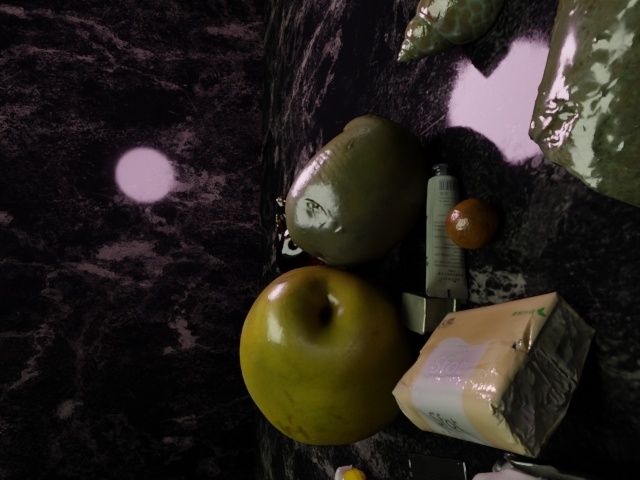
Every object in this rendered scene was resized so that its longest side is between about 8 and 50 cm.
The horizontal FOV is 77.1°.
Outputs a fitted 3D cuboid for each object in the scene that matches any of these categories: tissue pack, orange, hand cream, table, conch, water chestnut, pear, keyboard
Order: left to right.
[{"bbox_3d":[0.000,0.000,1.061,0.289,0.245,0.288,-173,90,-66],"label":"water chestnut"},{"bbox_3d":[0.015,0.227,0.831,0.418,0.363,0.362,87,172,-52],"label":"pear"},{"bbox_3d":[0.197,0.125,0.701,0.079,0.084,0.062,-175,87,-73],"label":"table"},{"bbox_3d":[0.215,0.435,0.744,0.198,0.010,0.063,127,142,-61],"label":"keyboard"},{"bbox_3d":[0.215,-0.017,0.690,0.050,0.080,0.233,140,134,-71],"label":"hand cream"},{"bbox_3d":[0.214,-0.380,0.668,0.173,0.106,0.116,10,117,58],"label":"conch"},{"bbox_3d":[0.234,-0.026,0.622,0.085,0.085,0.084,-179,90,-72],"label":"orange"},{"bbox_3d":[0.210,0.166,0.525,0.090,0.186,0.222,46,157,-3],"label":"tissue pack"}]

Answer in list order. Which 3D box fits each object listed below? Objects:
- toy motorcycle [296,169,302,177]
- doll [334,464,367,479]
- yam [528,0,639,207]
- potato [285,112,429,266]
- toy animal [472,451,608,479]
[{"bbox_3d":[-0.040,-0.151,1.459,0.150,0.102,0.220,-26,65,47],"label":"toy motorcycle"},{"bbox_3d":[0.084,0.679,0.971,0.252,0.111,0.237,-98,19,-54],"label":"doll"},{"bbox_3d":[0.283,-0.181,0.330,0.168,0.168,0.304,-134,49,-66],"label":"yam"},{"bbox_3d":[0.077,-0.087,0.817,0.326,0.221,0.243,-45,63,14],"label":"potato"},{"bbox_3d":[0.226,0.381,0.380,0.182,0.248,0.309,91,-171,-68],"label":"toy animal"}]
